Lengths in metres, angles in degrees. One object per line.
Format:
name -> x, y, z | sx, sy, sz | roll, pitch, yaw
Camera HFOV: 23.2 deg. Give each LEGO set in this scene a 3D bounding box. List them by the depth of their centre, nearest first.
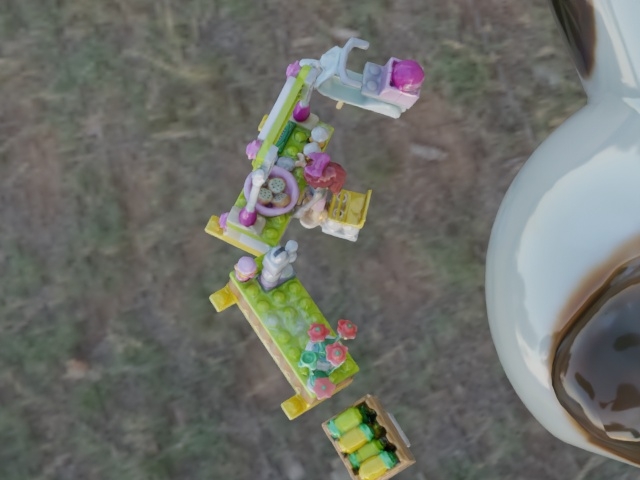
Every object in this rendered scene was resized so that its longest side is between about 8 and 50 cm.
LEGO set -> 0.000, 0.000, 0.933 | 0.107, 0.132, 0.287 | 113, 161, -65

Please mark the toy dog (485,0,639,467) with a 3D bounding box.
toy dog -> 0.195, -0.091, 0.707 | 0.284, 0.395, 0.408 | -166, 83, -80
